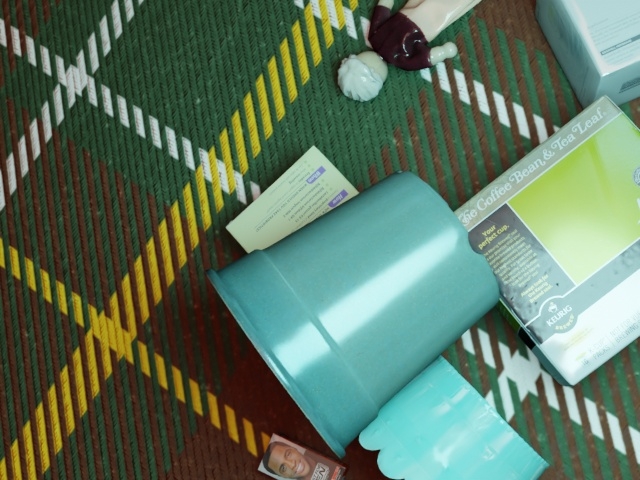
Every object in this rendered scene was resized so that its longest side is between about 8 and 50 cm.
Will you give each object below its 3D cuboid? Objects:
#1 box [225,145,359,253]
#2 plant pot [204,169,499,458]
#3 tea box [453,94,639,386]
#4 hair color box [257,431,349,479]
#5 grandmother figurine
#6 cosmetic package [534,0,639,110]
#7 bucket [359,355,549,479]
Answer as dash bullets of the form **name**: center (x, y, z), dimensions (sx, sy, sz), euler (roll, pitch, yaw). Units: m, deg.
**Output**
- **box**: center (0.000, 0.000, 1.560), dimensions (0.213, 0.117, 0.243), euler (-43, 74, 2)
- **plant pot**: center (0.062, 0.089, 1.327), dimensions (0.334, 0.341, 0.341), euler (-35, 75, -6)
- **tea box**: center (0.419, 0.010, 1.419), dimensions (0.329, 0.220, 0.323), euler (-37, 76, 3)
- **hair color box**: center (-0.029, 0.394, 1.536), dimensions (0.141, 0.043, 0.072), euler (22, 86, 15)
- **grandmother figurine**: center (0.170, -0.381, 1.606), dimensions (0.342, 0.104, 0.208), euler (-42, 48, 5)
- **cosmetic package**: center (0.464, -0.354, 1.469), dimensions (0.138, 0.224, 0.224), euler (-23, 77, 7)
- **bucket**: center (0.207, 0.325, 1.389), dimensions (0.183, 0.281, 0.281), euler (-44, 75, 0)
